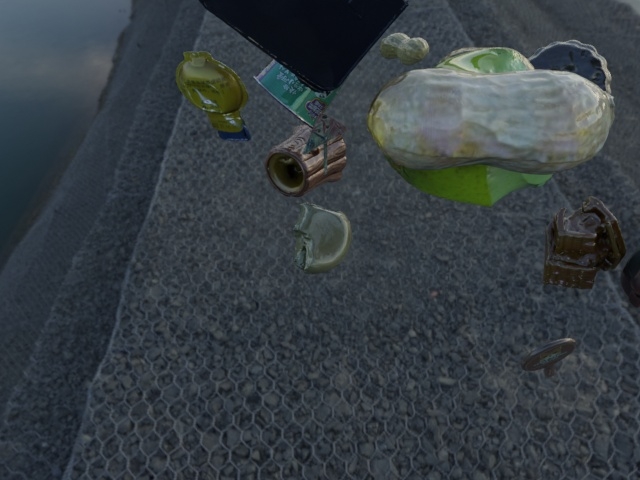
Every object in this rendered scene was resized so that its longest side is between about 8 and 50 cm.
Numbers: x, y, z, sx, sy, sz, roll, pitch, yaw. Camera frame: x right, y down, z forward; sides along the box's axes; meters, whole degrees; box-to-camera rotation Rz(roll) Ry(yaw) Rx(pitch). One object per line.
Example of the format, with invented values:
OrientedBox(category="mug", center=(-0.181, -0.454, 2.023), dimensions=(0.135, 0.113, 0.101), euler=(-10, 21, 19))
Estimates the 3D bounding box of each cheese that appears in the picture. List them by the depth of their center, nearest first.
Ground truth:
OrientedBox(category="cheese", center=(-0.244, -0.330, 1.333), dimensions=(0.177, 0.270, 0.069), euler=(4, 55, 19))
OrientedBox(category="cheese", center=(0.000, 0.000, 1.587), dimensions=(0.175, 0.091, 0.202), euler=(20, 78, -21))

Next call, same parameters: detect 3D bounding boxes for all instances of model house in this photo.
OrientedBox(category="model house", center=(0.770, 0.027, 1.708), dimensions=(0.229, 0.199, 0.219), euler=(-34, 64, -10))

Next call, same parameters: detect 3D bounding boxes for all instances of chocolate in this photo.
OrientedBox(category="chocolate", center=(0.210, -0.143, 0.689), dimensions=(0.309, 0.134, 0.134), euler=(-1, 41, -8))

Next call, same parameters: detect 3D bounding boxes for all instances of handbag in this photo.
OrientedBox(category="handbag", center=(-0.024, -0.437, 0.949), dimensions=(0.269, 0.326, 0.118), euler=(-44, 46, 20))

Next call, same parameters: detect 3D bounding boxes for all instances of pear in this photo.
OrientedBox(category="pear", center=(0.223, -0.188, 0.886), dimensions=(0.282, 0.176, 0.286), euler=(-19, 45, -32))

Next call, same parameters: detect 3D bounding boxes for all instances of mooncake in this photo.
OrientedBox(category="mooncake", center=(0.741, -0.470, 1.753), dimensions=(0.290, 0.290, 0.161), euler=(3, 2, 14))

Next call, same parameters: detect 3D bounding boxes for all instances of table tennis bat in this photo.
OrientedBox(category="table tennis bat", center=(0.417, 0.186, 1.100), dimensions=(0.107, 0.170, 0.119), euler=(-25, 55, 7))

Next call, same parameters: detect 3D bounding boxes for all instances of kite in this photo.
OrientedBox(category="kite", center=(0.013, -0.220, 1.276), dimensions=(0.137, 0.152, 0.005), euler=(-33, 44, -25))

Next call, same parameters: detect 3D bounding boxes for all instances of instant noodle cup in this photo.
OrientedBox(category="instant noodle cup", center=(-0.045, -0.476, 1.676), dimensions=(0.190, 0.251, 0.251), euler=(-49, 43, 12))

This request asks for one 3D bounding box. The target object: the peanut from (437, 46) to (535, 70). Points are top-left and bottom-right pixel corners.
OrientedBox(category="peanut", center=(0.336, -0.334, 1.175), dimensions=(0.224, 0.129, 0.129), euler=(7, 42, 39))

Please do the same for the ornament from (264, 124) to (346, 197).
OrientedBox(category="ornament", center=(-0.048, -0.260, 1.857), dimensions=(0.221, 0.235, 0.217), euler=(-33, 7, 47))

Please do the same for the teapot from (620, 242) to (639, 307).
OrientedBox(category="teapot", center=(0.979, 0.053, 1.567), dimensions=(0.315, 0.312, 0.233), euler=(-22, 49, -22))

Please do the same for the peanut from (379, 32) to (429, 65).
OrientedBox(category="peanut", center=(0.237, -0.555, 1.645), dimensions=(0.082, 0.082, 0.187), euler=(-32, 42, -23))
